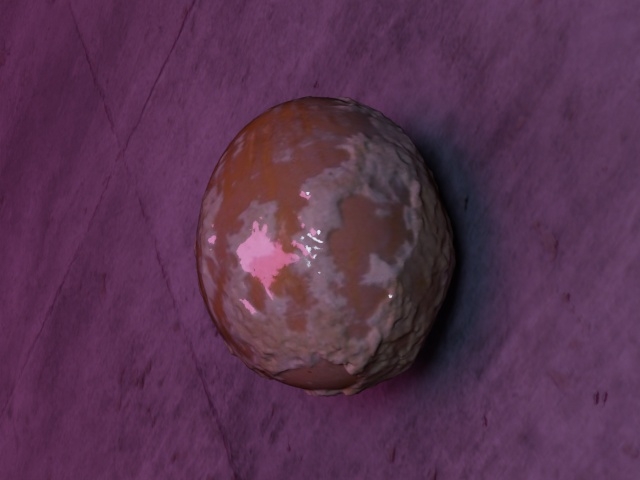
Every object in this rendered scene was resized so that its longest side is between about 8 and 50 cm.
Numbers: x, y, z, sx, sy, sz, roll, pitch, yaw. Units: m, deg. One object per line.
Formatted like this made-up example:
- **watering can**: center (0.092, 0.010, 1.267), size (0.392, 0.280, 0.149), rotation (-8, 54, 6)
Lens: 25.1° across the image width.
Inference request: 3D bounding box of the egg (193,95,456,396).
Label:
- **egg**: center (0.000, 0.000, 1.102), size (0.203, 0.203, 0.245), rotation (-44, 46, 47)
